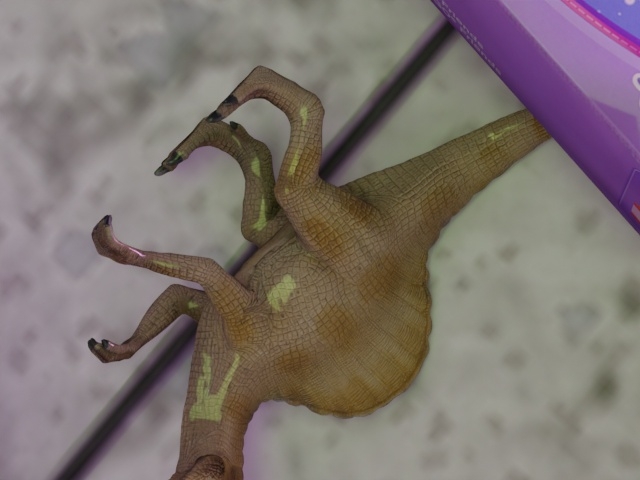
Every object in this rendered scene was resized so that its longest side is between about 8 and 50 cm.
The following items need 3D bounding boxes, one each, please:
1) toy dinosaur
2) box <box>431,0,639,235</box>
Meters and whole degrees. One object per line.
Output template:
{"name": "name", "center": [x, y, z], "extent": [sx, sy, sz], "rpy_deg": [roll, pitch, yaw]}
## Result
{"name": "toy dinosaur", "center": [0.000, 0.000, 0.486], "extent": [0.092, 0.053, 0.183], "rpy_deg": [46, 80, -6]}
{"name": "box", "center": [0.131, -0.100, 0.451], "extent": [0.201, 0.057, 0.293], "rpy_deg": [-39, 79, -5]}
